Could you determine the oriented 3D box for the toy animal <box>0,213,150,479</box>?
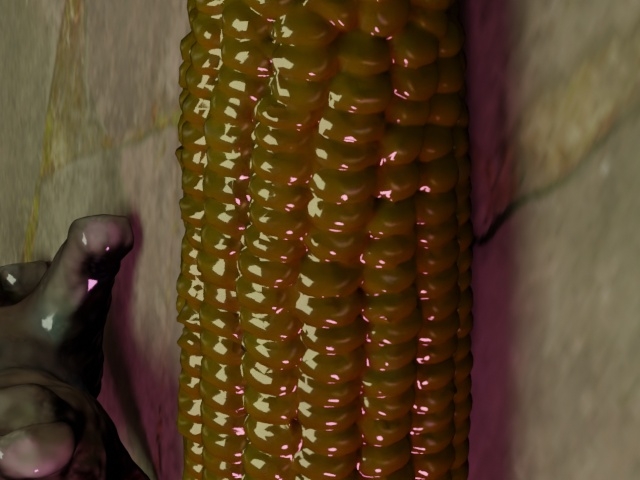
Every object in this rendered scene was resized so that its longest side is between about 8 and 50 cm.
[{"bbox_3d":[-0.216,0.152,0.999,0.344,0.194,0.302,159,102,-67],"label":"toy animal"}]

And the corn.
[{"bbox_3d":[0.000,0.000,0.565,0.120,0.120,0.363,31,127,56],"label":"corn"}]
